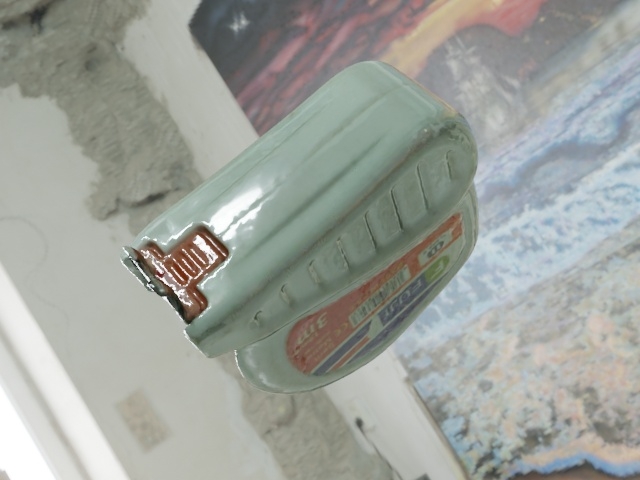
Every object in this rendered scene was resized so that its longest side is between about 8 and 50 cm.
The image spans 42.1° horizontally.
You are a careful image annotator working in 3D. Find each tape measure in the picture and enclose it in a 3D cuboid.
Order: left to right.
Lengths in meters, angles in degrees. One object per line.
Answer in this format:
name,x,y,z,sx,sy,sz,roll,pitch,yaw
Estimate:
tape measure,0.000,0.000,0.626,0.243,0.125,0.246,-40,-30,-10
